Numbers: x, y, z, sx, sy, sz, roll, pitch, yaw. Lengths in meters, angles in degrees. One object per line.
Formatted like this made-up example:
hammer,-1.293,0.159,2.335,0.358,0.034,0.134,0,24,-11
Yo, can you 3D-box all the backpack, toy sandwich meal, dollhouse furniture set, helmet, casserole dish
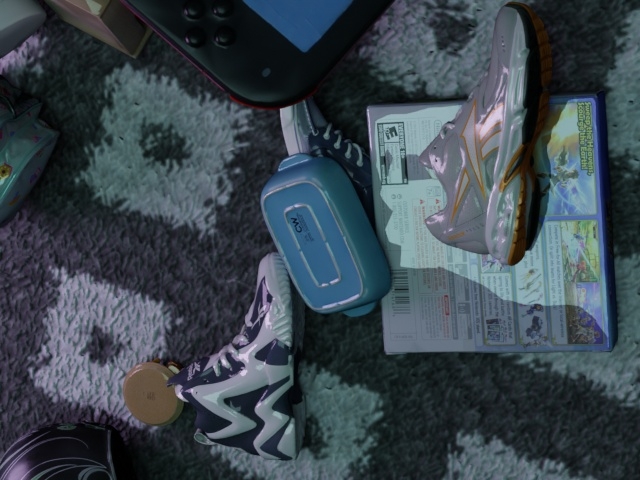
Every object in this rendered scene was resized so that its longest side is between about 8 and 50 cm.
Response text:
backpack,-0.385,-0.089,1.958,0.144,0.188,0.166,37,108,8
toy sandwich meal,-0.186,0.172,2.031,0.086,0.029,0.085,5,105,19
dollhouse furniture set,-0.198,-0.340,1.906,0.212,0.161,0.242,29,85,10
helmet,-0.295,0.293,2.017,0.162,0.169,0.169,-15,96,3
casserole dish,0.000,0.000,1.876,0.114,0.037,0.188,-18,99,36

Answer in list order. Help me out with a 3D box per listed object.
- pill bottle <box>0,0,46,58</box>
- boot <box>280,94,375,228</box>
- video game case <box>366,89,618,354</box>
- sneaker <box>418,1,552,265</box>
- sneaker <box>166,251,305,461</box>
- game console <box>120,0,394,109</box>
pill bottle,-0.439,-0.343,1.932,0.181,0.181,0.323,-35,89,20
boot,0.012,-0.098,1.903,0.086,0.069,0.190,-7,107,14
video game case,0.181,-0.017,1.863,0.244,0.061,0.269,-1,100,19
sneaker,0.158,-0.109,1.773,0.121,0.099,0.262,10,102,21
sneaker,-0.097,0.127,1.958,0.153,0.094,0.235,1,111,8
game console,-0.046,-0.358,1.787,0.342,0.060,0.386,42,84,0
